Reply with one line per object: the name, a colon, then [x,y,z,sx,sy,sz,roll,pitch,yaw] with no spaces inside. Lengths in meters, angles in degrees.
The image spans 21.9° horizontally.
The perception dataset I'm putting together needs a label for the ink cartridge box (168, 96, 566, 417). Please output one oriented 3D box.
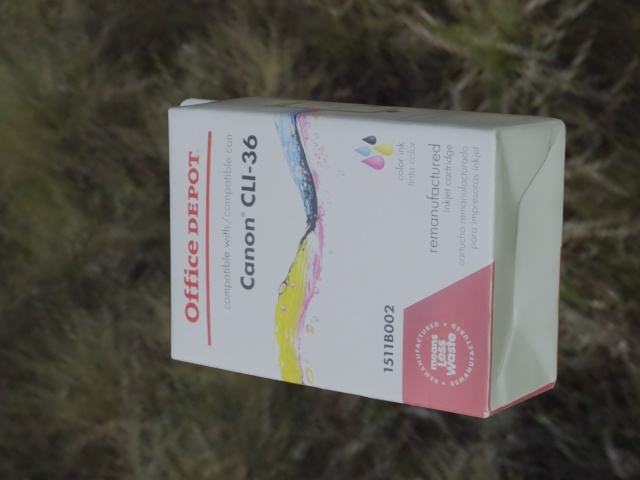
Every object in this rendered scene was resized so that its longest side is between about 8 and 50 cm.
ink cartridge box: [0.000,0.000,0.704,0.198,0.067,0.115,7,101,34]
